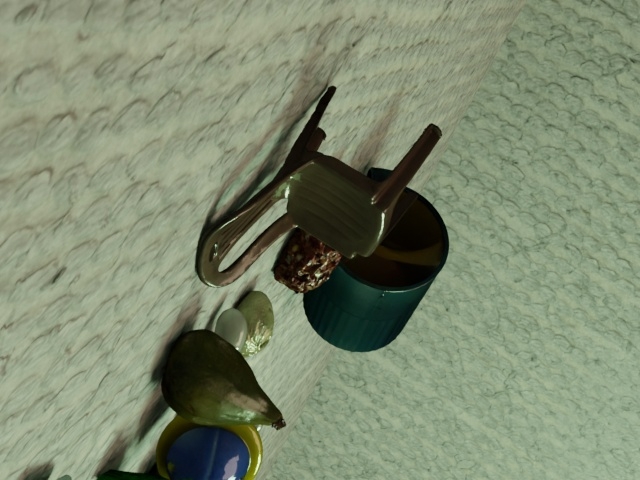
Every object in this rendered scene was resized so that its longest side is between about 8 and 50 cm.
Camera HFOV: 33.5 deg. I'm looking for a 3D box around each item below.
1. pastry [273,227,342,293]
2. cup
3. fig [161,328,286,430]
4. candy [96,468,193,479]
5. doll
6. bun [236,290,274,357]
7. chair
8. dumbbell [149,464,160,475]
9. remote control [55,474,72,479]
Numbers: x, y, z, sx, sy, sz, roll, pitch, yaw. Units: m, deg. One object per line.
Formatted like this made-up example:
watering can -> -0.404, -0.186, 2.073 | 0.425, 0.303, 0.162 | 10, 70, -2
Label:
pastry -> -0.001, 0.000, 1.843 | 0.209, 0.097, 0.115 | -59, 160, 7
cup -> 0.084, 0.039, 2.116 | 0.242, 0.308, 0.292 | -18, 153, -22
fig -> -0.143, 0.215, 1.509 | 0.126, 0.185, 0.133 | -14, 138, -57
candy -> -0.261, 0.393, 1.595 | 0.203, 0.141, 0.078 | 108, 4, -54
doll -> -0.148, 0.267, 1.659 | 0.243, 0.159, 0.311 | -65, 173, -63
bun -> -0.111, 0.142, 1.765 | 0.115, 0.069, 0.115 | -61, 174, -10
chair -> -0.001, -0.042, 1.438 | 0.326, 0.183, 0.176 | -54, 169, -32
dumbbell -> -0.278, 0.533, 1.782 | 0.388, 0.185, 0.185 | -54, 169, -26
remote control -> -0.384, 0.409, 1.257 | 0.293, 0.051, 0.103 | -56, 176, -1
